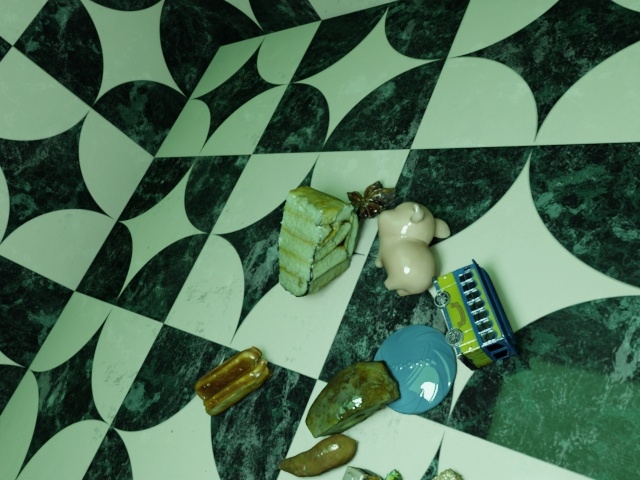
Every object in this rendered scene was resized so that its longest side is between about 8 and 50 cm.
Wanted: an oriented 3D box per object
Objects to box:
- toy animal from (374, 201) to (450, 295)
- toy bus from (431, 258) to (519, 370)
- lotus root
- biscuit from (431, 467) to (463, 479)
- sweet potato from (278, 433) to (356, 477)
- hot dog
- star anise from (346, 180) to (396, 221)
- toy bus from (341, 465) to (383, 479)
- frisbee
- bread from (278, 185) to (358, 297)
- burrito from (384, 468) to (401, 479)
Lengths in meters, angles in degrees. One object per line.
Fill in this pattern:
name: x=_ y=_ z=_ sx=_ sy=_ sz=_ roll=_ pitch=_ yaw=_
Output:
toy animal: x=0.300 y=0.020 z=1.739 sx=0.269 sy=0.237 sz=0.326 roll=-41 pitch=47 yaw=20
toy bus: x=0.454 y=0.219 z=1.517 sx=0.175 sy=0.138 sz=0.288 roll=-28 pitch=47 yaw=21
lotus root: x=0.078 y=0.491 z=1.594 sx=0.314 sy=0.142 sz=0.210 roll=-47 pitch=43 yaw=12
biscuit: x=0.309 y=0.683 z=1.350 sx=0.168 sy=0.070 sz=0.082 roll=-40 pitch=48 yaw=5
sweet potato: x=-0.017 y=0.685 z=1.590 sx=0.291 sy=0.097 sz=0.097 roll=-28 pitch=47 yaw=20
hot dog: x=-0.329 y=0.531 z=1.931 sx=0.348 sy=0.117 sz=0.158 roll=-38 pitch=71 yaw=20
star anise: x=0.186 y=-0.146 z=2.029 sx=0.220 sy=0.099 sz=0.214 roll=15 pitch=57 yaw=49
toy bus: x=0.094 y=0.739 z=1.442 sx=0.091 sy=0.103 sz=0.182 roll=-2 pitch=57 yaw=58
frisbee: x=0.282 y=0.394 z=1.592 sx=0.289 sy=0.049 sz=0.290 roll=-20 pitch=50 yaw=26
bread: x=0.002 y=0.007 z=1.935 sx=0.239 sy=0.263 sz=0.396 roll=26 pitch=116 yaw=42
burrito: x=0.158 y=0.768 z=1.382 sx=0.054 sy=0.104 sz=0.288 roll=10 pitch=68 yaw=32
